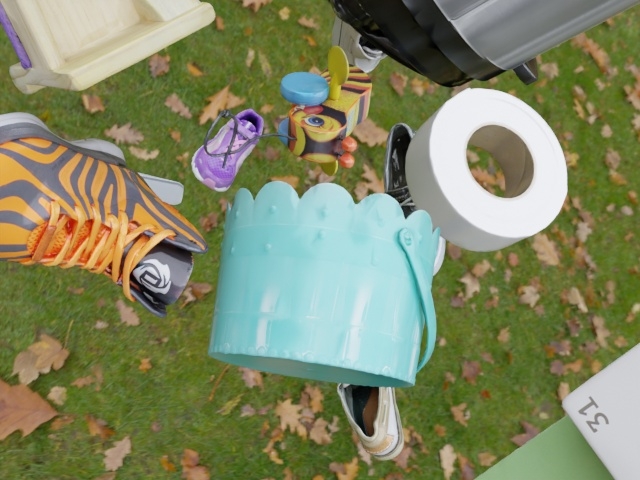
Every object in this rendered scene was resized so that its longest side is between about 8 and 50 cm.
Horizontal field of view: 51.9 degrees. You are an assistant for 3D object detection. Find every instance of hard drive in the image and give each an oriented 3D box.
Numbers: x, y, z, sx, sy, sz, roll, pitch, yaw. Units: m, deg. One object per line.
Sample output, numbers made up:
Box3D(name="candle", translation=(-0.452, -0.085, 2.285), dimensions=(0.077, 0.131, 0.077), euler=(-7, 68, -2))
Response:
Box3D(name="hard drive", translation=(-0.473, -0.135, 1.274), dimensions=(0.233, 0.352, 0.047), euler=(7, 97, -58))

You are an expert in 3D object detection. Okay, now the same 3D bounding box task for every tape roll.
Box3D(name="tape roll", translation=(0.300, -0.128, 1.191), dimensions=(0.286, 0.100, 0.286), euler=(5, 73, -17))

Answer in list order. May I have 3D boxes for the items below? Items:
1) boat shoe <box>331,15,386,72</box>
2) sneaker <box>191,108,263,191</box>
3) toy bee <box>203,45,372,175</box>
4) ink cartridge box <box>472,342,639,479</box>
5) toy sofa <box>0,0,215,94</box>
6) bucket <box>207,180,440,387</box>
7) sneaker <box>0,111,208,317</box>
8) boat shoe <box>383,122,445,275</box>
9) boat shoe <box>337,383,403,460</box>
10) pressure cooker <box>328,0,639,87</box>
Box3D(name="boat shoe", translation=(0.081, -0.334, 1.060), dimensions=(0.096, 0.267, 0.088), euler=(-29, 74, -10))
Box3D(name="sneaker", translation=(-0.180, -0.195, 1.345), dimensions=(0.095, 0.104, 0.236), euler=(40, 39, -14))
Box3D(name="toy bee", translation=(0.003, -0.159, 0.955), dimensions=(0.162, 0.195, 0.298), euler=(29, 66, 24))
Box3D(name="ink cartridge box", translation=(0.172, 0.141, 0.298), dimensions=(0.056, 0.235, 0.171), euler=(5, 46, -47))
Box3D(name="toy sofa", translation=(-0.239, -0.304, 0.492), dimensions=(0.150, 0.177, 0.363), euler=(-42, 131, -33))
Box3D(name="bucket", translation=(0.003, 0.065, 0.772), dimensions=(0.281, 0.281, 0.183), euler=(16, 73, -25))
Box3D(name="sneaker", translation=(-0.199, -0.010, 0.579), dimensions=(0.180, 0.125, 0.321), euler=(38, 15, 4))
Box3D(name="boat shoe", translation=(0.177, -0.086, 1.376), dimensions=(0.119, 0.121, 0.336), euler=(27, 53, -58))
Box3D(name="boat shoe", translation=(0.091, 0.288, 1.345), dimensions=(0.103, 0.113, 0.302), euler=(51, 14, -48))
Box3D(name="pressure cooker", translation=(0.159, -0.355, 0.606), dimensions=(0.375, 0.420, 0.370), euler=(-14, 80, -58))
